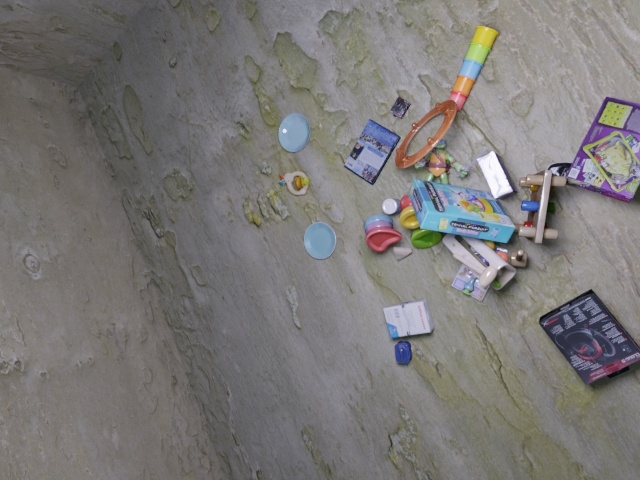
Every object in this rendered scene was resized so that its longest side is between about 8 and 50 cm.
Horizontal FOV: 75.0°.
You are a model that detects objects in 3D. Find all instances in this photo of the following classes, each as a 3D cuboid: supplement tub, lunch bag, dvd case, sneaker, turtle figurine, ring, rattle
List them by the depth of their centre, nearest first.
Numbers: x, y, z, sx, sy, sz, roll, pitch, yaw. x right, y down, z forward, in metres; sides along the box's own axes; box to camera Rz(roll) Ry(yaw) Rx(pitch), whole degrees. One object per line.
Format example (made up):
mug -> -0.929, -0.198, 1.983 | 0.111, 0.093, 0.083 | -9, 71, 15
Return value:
sneaker -> 0.935, -0.238, 1.506 | 0.216, 0.121, 0.079 | 25, 105, 26
ring -> 0.416, -0.437, 1.697 | 0.032, 0.337, 0.336 | 35, 115, -16
turtle figurine -> 0.485, -0.270, 1.700 | 0.274, 0.197, 0.266 | -140, 46, -58
supplement tub -> 0.326, -0.152, 1.869 | 0.071, 0.107, 0.071 | 3, 95, 30
lunch bag -> 0.378, 0.516, 1.911 | 0.067, 0.065, 0.099 | -8, 89, 30
dvd case -> 0.238, -0.413, 1.950 | 0.180, 0.022, 0.253 | 37, 110, 22
rattle -> -0.165, -0.298, 2.127 | 0.199, 0.142, 0.130 | 25, 124, 20

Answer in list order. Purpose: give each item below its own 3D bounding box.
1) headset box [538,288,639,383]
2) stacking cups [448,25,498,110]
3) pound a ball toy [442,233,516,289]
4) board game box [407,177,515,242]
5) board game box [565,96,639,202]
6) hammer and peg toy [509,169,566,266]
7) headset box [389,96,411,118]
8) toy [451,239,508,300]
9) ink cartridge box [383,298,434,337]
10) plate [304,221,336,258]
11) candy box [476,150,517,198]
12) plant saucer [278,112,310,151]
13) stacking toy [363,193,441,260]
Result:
headset box -> 0.991, 0.362, 1.523 | 0.218, 0.110, 0.293 | -41, 74, 26
stacking cups -> 0.608, -0.683, 1.681 | 0.096, 0.096, 0.316 | 26, 107, 26
pound a ball toy -> 0.608, 0.051, 1.594 | 0.136, 0.208, 0.319 | -51, 41, 16
board game box -> 0.525, -0.119, 1.585 | 0.336, 0.254, 0.079 | 9, 125, -8
board game box -> 1.010, -0.316, 1.420 | 0.208, 0.056, 0.347 | 26, 80, 30
hammer and peg toy -> 0.788, -0.069, 1.521 | 0.127, 0.266, 0.362 | 7, 96, 18
headset box -> 0.355, -0.590, 1.865 | 0.062, 0.032, 0.083 | 40, 110, 21
toy -> 0.655, 0.120, 1.730 | 0.136, 0.056, 0.237 | 28, 107, 24
ink cartridge box -> 0.397, 0.351, 1.878 | 0.190, 0.082, 0.140 | -16, 86, 28
plate -> 0.000, 0.000, 2.115 | 0.188, 0.024, 0.188 | 2, 94, 29
candy box -> 0.684, -0.246, 1.606 | 0.070, 0.196, 0.165 | -26, 80, 29
plant saucer -> -0.127, -0.551, 2.140 | 0.194, 0.037, 0.195 | 2, 94, 30
stacking toy -> 0.358, -0.062, 1.814 | 0.309, 0.279, 0.130 | -29, 46, 32
